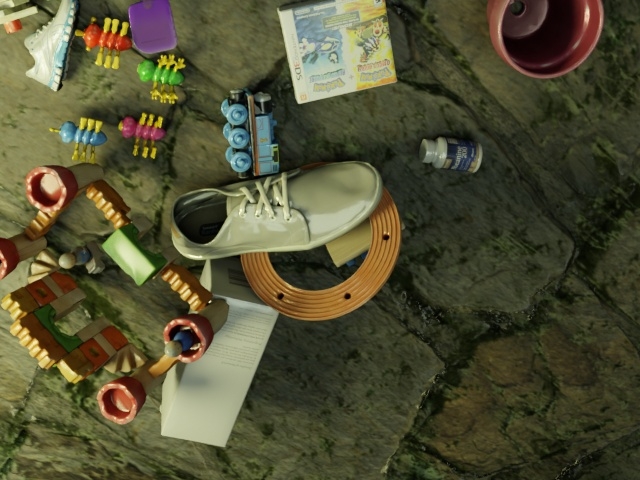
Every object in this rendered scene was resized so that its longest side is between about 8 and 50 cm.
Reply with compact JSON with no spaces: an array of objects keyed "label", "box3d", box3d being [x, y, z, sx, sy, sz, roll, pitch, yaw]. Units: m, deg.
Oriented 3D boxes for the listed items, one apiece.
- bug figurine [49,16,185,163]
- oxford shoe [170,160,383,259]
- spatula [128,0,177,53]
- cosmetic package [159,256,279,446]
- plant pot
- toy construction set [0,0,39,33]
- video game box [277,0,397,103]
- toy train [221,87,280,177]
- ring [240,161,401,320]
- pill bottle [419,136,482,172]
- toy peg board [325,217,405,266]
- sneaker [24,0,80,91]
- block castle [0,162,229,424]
[{"label":"bug figurine","box3d":[-0.381,-0.277,1.577,0.216,0.072,0.278,14,108,-22]},{"label":"oxford shoe","box3d":[-0.098,-0.064,1.636,0.450,0.169,0.130,-12,153,11]},{"label":"spatula","box3d":[-0.329,-0.485,1.480,0.084,0.030,0.296,-21,104,-25]},{"label":"cosmetic package","box3d":[-0.224,0.235,1.783,0.155,0.197,0.365,14,114,-16]},{"label":"plant pot","box3d":[0.404,-0.425,1.568,0.202,0.180,0.201,-3,116,-7]},{"label":"toy construction set","box3d":[-0.533,-0.513,1.393,0.215,0.151,0.327,-27,128,-23]},{"label":"video game box","box3d":[0.034,-0.378,1.608,0.205,0.048,0.187,-14,120,-2]},{"label":"toy train","box3d":[-0.137,-0.214,1.646,0.105,0.080,0.184,-9,115,-15]},{"label":"ring","box3d":[0.000,0.000,1.669,0.337,0.336,0.032,-29,154,6]},{"label":"pill bottle","box3d":[0.271,-0.181,1.729,0.120,0.067,0.067,6,115,-12]},{"label":"toy peg board","box3d":[0.091,-0.020,1.737,0.161,0.160,0.079,-31,133,5]},{"label":"sneaker","box3d":[-0.495,-0.372,1.516,0.083,0.071,0.190,18,111,-11]},{"label":"block castle","box3d":[-0.429,0.099,1.570,0.453,0.213,0.303,47,114,0]}]
